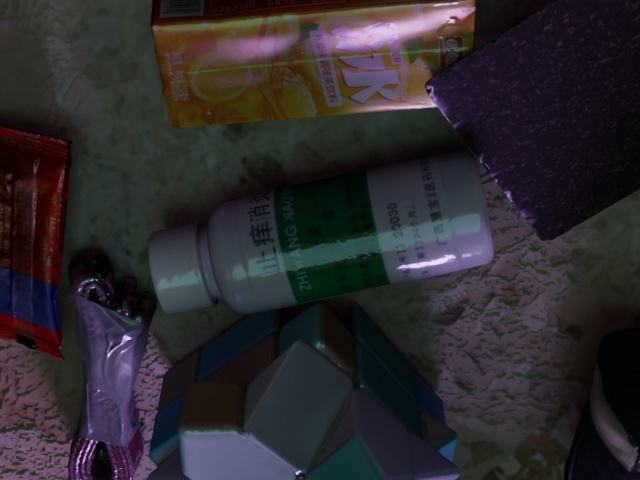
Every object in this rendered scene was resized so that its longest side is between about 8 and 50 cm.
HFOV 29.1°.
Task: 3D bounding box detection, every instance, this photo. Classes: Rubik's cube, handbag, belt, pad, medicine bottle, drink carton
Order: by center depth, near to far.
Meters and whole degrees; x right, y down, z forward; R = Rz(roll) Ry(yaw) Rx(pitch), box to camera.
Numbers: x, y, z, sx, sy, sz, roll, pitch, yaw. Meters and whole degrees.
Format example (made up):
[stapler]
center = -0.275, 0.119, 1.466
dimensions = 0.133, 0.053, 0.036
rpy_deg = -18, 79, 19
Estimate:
[drink carton]
center = -0.004, -0.143, 0.880
dimensions = 0.223, 0.071, 0.096
rpy_deg = -5, 133, 2
[pad]
center = 0.261, -0.135, 0.889
dimensions = 0.330, 0.004, 0.220
rpy_deg = -31, 135, 14
[medicine bottle]
center = 0.000, 0.000, 0.953
dimensions = 0.260, 0.095, 0.095
rpy_deg = -14, 117, 6
[Rubik's cube]
center = -0.012, 0.187, 0.983
dimensions = 0.224, 0.213, 0.265
rpy_deg = -36, 113, 16
[handbag]
center = 0.332, 0.161, 0.995
dimensions = 0.254, 0.181, 0.181
rpy_deg = 5, 125, -4
[belt]
center = -0.177, 0.119, 1.038
dimensions = 0.071, 0.053, 0.232
rpy_deg = 5, 119, -1

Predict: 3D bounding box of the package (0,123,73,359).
[package]
center = -0.237, 0.002, 0.981
dimensions = 0.083, 0.022, 0.200
rpy_deg = 18, 119, 17
